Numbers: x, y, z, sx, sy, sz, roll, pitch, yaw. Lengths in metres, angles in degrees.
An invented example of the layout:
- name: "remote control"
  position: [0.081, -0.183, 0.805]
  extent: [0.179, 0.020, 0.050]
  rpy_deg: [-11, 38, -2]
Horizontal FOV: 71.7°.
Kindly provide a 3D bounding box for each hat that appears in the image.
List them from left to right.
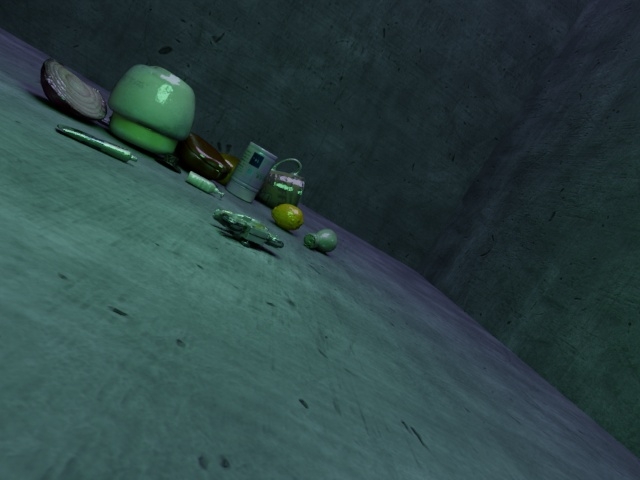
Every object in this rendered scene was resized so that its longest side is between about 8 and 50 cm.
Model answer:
- name: "hat"
  position: [-0.596, -0.317, 1.771]
  extent: [0.121, 0.050, 0.121]
  rpy_deg: [31, 4, -2]

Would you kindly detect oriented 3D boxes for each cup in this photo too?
- name: "cup"
  position: [-0.223, -0.313, 2.396]
  extent: [0.257, 0.301, 0.227]
  rpy_deg: [20, 5, -16]

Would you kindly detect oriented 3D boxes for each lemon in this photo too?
- name: "lemon"
  position: [-0.145, -0.103, 1.945]
  extent: [0.155, 0.114, 0.114]
  rpy_deg: [21, 4, 12]

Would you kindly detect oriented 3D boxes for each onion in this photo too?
- name: "onion"
  position: [-0.925, -0.519, 1.632]
  extent: [0.250, 0.111, 0.247]
  rpy_deg: [39, 21, -52]

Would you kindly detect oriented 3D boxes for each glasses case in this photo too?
- name: "glasses case"
  position: [-0.464, -0.365, 2.318]
  extent: [0.173, 0.141, 0.371]
  rpy_deg: [31, 6, 5]

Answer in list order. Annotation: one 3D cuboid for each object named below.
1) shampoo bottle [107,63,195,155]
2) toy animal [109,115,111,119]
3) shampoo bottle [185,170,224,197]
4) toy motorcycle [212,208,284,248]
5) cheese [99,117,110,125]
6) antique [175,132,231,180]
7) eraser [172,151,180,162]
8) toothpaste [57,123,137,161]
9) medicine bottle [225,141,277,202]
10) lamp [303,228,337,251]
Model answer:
- name: "shampoo bottle"
  position: [-0.669, -0.524, 1.772]
  extent: [0.322, 0.317, 0.322]
  rpy_deg: [22, 6, -2]
- name: "toy animal"
  position: [-0.868, -0.536, 2.037]
  extent: [0.188, 0.089, 0.179]
  rpy_deg: [20, 6, 17]
- name: "shampoo bottle"
  position: [-0.442, -0.213, 1.716]
  extent: [0.152, 0.045, 0.077]
  rpy_deg: [27, 6, -17]
- name: "toy motorcycle"
  position: [-0.216, -0.036, 1.317]
  extent: [0.228, 0.074, 0.151]
  rpy_deg: [23, 8, -42]
- name: "cheese"
  position: [-0.921, -0.513, 1.868]
  extent: [0.120, 0.026, 0.067]
  rpy_deg: [33, 6, 14]
- name: "antique"
  position: [-0.535, -0.369, 1.976]
  extent: [0.278, 0.129, 0.223]
  rpy_deg: [41, 12, -4]
- name: "eraser"
  position: [-0.714, -0.431, 2.052]
  extent: [0.172, 0.058, 0.117]
  rpy_deg: [28, 8, -24]
- name: "toothpaste"
  position: [-0.668, -0.291, 1.339]
  extent: [0.233, 0.038, 0.060]
  rpy_deg: [23, 8, -36]
- name: "medicine bottle"
  position: [-0.330, -0.323, 2.111]
  extent: [0.152, 0.254, 0.152]
  rpy_deg: [30, 7, -4]
- name: "lamp"
  position: [0.000, 0.000, 1.920]
  extent: [0.106, 0.106, 0.193]
  rpy_deg: [35, 17, 28]
